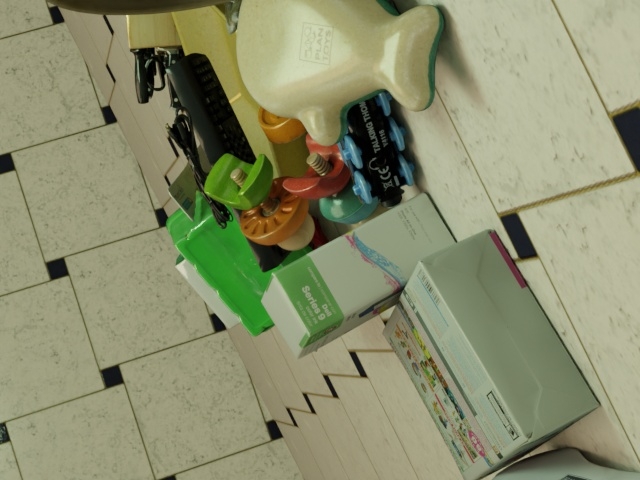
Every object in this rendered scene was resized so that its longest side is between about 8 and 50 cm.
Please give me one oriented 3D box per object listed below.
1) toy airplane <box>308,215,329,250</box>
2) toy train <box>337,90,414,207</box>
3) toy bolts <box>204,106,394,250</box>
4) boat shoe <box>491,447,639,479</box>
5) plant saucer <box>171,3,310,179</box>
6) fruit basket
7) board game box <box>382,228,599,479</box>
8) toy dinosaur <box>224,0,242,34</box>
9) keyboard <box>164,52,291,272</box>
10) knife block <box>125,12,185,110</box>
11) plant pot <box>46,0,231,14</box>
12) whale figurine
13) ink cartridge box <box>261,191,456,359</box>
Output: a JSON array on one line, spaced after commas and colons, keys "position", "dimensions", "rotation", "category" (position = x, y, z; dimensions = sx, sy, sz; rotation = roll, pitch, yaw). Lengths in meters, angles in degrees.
[{"position": [0.000, 0.000, 2.084], "dimensions": [0.151, 0.028, 0.151], "rotation": [59, 172, 13], "category": "toy airplane"}, {"position": [0.052, -0.126, 1.543], "dimensions": [0.105, 0.080, 0.184], "rotation": [-120, 8, -58], "category": "toy train"}, {"position": [0.002, -0.086, 1.721], "dimensions": [0.228, 0.218, 0.158], "rotation": [9, 154, 49], "category": "toy bolts"}, {"position": [0.282, 0.296, 1.418], "dimensions": [0.102, 0.108, 0.301], "rotation": [66, 160, -6], "category": "boat shoe"}, {"position": [-0.113, -0.250, 1.927], "dimensions": [0.333, 0.081, 0.333], "rotation": [50, 162, 47], "category": "plant saucer"}, {"position": [-0.112, 0.006, 2.069], "dimensions": [0.327, 0.165, 0.353], "rotation": [50, -173, -11], "category": "fruit basket"}, {"position": [0.181, 0.142, 1.513], "dimensions": [0.224, 0.097, 0.303], "rotation": [61, 165, 14], "category": "board game box"}, {"position": [-0.133, -0.409, 1.689], "dimensions": [0.313, 0.121, 0.160], "rotation": [68, 156, 5], "category": "toy dinosaur"}, {"position": [-0.129, -0.105, 1.830], "dimensions": [0.317, 0.033, 0.201], "rotation": [64, -155, -9], "category": "keyboard"}, {"position": [-0.259, -0.349, 2.077], "dimensions": [0.276, 0.088, 0.242], "rotation": [86, 179, -59], "category": "knife block"}, {"position": [-0.162, -0.419, 1.390], "dimensions": [0.323, 0.323, 0.280], "rotation": [153, 107, -77], "category": "plant pot"}, {"position": [0.035, -0.204, 1.373], "dimensions": [0.272, 0.141, 0.216], "rotation": [16, 105, 44], "category": "whale figurine"}, {"position": [0.046, 0.043, 1.586], "dimensions": [0.093, 0.212, 0.154], "rotation": [58, 165, 9], "category": "ink cartridge box"}]
